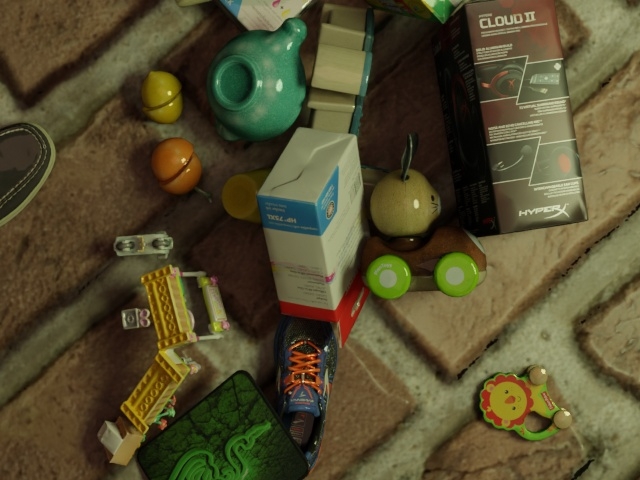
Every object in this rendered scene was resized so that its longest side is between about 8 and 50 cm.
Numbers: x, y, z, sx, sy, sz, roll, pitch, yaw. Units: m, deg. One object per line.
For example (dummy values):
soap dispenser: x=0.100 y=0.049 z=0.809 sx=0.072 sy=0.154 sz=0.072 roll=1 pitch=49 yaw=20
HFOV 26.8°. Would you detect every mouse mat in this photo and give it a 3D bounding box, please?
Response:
mouse mat: x=-0.119 y=0.266 z=1.610 sx=0.189 sy=0.007 sz=0.152 roll=-40 pitch=76 yaw=17

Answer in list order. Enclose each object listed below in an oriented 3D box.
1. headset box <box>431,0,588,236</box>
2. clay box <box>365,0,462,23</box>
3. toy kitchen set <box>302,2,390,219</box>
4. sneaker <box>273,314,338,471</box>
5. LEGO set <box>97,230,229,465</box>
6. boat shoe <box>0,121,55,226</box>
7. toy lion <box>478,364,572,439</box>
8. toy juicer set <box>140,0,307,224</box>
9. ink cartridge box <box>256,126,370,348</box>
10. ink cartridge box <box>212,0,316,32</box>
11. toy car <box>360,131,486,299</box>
headset box: x=0.216 y=-0.154 z=1.588 sx=0.110 sy=0.218 sz=0.293 roll=-9 pitch=88 yaw=-6
clay box: x=0.121 y=-0.331 z=1.602 sx=0.053 sy=0.222 sz=0.127 roll=42 pitch=86 yaw=-26
toy kitchen set: x=0.041 y=-0.161 z=1.656 sx=0.122 sy=0.166 sz=0.207 roll=10 pitch=124 yaw=-3
sneaker: x=-0.019 y=0.184 z=1.627 sx=0.083 sy=0.087 sz=0.221 roll=2 pitch=88 yaw=-5
LEGO set: x=-0.183 y=0.133 z=1.630 sx=0.132 sy=0.107 sz=0.287 roll=5 pitch=93 yaw=31
boat shoe: x=-0.443 y=-0.043 z=1.600 sx=0.285 sy=0.092 sz=0.103 roll=-33 pitch=93 yaw=-3
toy lion: x=0.251 y=0.206 z=1.675 sx=0.096 sy=0.034 sz=0.100 roll=-30 pitch=91 yaw=3
toy juicer set: x=-0.112 y=-0.195 z=1.617 sx=0.209 sy=0.089 sz=0.329 roll=14 pitch=99 yaw=27
ink cartridge box: x=0.000 y=0.000 z=1.576 sx=0.078 sy=0.231 sz=0.134 roll=8 pitch=43 yaw=20
ink cartridge box: x=-0.042 y=-0.334 z=1.653 sx=0.181 sy=0.061 sz=0.104 roll=-44 pitch=92 yaw=-4
toy car: x=0.118 y=-0.033 z=1.576 sx=0.149 sy=0.155 sz=0.188 roll=-3 pitch=94 yaw=6
